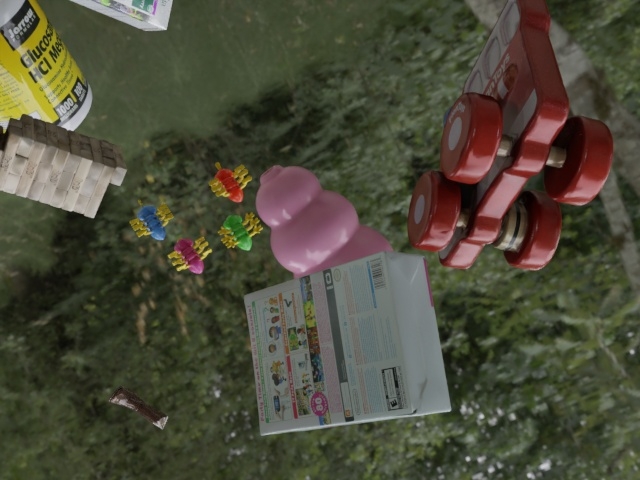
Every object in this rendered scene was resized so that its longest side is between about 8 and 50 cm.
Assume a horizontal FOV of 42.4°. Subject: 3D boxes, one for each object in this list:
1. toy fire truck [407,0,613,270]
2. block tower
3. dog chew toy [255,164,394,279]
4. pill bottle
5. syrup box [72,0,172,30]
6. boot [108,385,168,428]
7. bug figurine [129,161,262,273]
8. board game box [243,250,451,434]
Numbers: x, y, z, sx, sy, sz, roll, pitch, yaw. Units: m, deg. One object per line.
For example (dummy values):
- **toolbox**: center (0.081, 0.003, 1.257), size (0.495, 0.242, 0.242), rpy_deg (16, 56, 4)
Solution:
- **toy fire truck**: center (0.214, -0.120, 1.023), size (0.169, 0.254, 0.302), rpy_deg (10, 139, -10)
- **block tower**: center (-0.450, -0.131, 1.158), size (0.335, 0.091, 0.097), rpy_deg (17, 114, -28)
- **dog chew toy**: center (0.000, 0.000, 1.570), size (0.206, 0.332, 0.206), rpy_deg (-35, -168, 9)
- **pill bottle**: center (-0.532, -0.322, 1.354), size (0.188, 0.188, 0.334), rpy_deg (-25, 139, -1)
- **syrup box**: center (-0.459, -0.562, 1.887), size (0.096, 0.093, 0.237), rpy_deg (11, 179, 42)
- **boot**: center (-0.366, 0.343, 1.675), size (0.037, 0.114, 0.106), rpy_deg (-55, 168, 3)
- **bug figurine**: center (-0.261, -0.043, 1.806), size (0.279, 0.216, 0.072), rpy_deg (-26, 161, -12)
- **board game box**: center (0.028, 0.159, 1.216), size (0.303, 0.224, 0.097), rpy_deg (-18, 164, 41)
